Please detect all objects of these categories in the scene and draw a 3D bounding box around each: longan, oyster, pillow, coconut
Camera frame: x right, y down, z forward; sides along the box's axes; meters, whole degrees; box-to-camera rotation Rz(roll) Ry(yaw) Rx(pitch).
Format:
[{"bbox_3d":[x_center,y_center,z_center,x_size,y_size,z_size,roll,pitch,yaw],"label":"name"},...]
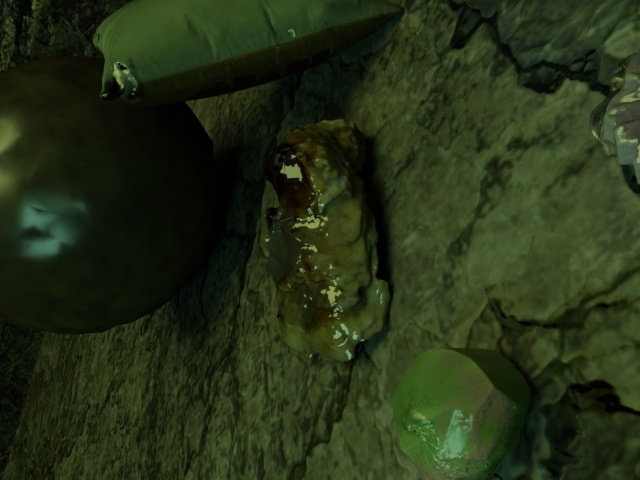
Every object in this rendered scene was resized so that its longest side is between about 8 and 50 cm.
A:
[{"bbox_3d":[-0.331,-0.066,0.834,0.391,0.391,0.391,-34,49,49],"label":"longan"},{"bbox_3d":[-0.008,-0.007,0.555,0.161,0.107,0.233,-7,72,49],"label":"oyster"},{"bbox_3d":[-0.110,-0.244,0.683,0.312,0.310,0.119,-132,27,-56],"label":"pillow"},{"bbox_3d":[0.082,0.107,0.363,0.083,0.081,0.082,-14,76,47],"label":"coconut"}]

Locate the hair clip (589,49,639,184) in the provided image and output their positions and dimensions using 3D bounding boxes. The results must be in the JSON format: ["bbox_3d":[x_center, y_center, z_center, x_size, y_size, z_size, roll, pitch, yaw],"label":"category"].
[{"bbox_3d":[0.205,-0.028,0.236,0.106,0.084,0.292,-40,36,18],"label":"hair clip"}]
